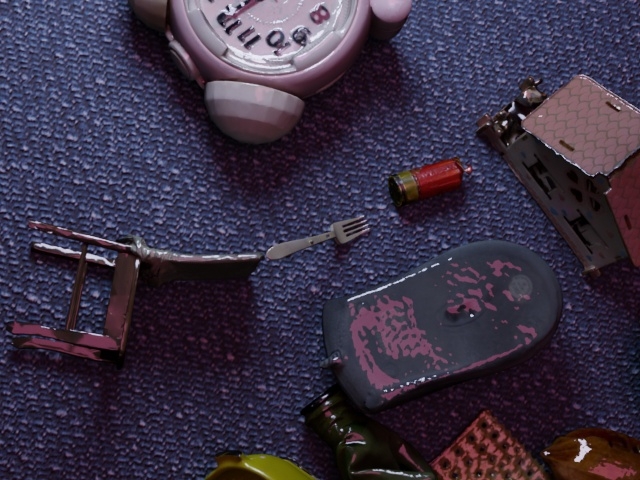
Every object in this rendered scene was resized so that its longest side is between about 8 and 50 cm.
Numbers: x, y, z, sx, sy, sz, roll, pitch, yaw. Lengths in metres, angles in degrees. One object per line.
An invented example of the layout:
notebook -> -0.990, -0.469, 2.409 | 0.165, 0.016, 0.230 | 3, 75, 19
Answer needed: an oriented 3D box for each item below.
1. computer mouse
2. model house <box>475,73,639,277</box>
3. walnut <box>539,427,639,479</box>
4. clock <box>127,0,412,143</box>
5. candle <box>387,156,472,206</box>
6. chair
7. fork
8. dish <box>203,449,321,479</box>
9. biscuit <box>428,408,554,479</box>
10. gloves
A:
computer mouse -> 0.167, 0.127, 1.707 | 0.371, 0.122, 0.188 | -18, 74, -13
model house -> 0.406, -0.116, 1.733 | 0.169, 0.244, 0.326 | -36, 88, -12
walnut -> 0.420, 0.335, 1.736 | 0.207, 0.116, 0.116 | 11, 79, -2
clock -> -0.080, -0.342, 1.710 | 0.326, 0.184, 0.342 | -36, 84, -10
candle -> 0.169, -0.091, 1.780 | 0.131, 0.052, 0.052 | -18, 85, -14
chair -> -0.250, 0.082, 1.620 | 0.319, 0.160, 0.186 | 10, 74, -8
fork -> -0.005, 0.001, 1.695 | 0.219, 0.028, 0.034 | -20, 93, -49
dish -> -0.047, 0.382, 1.617 | 0.262, 0.221, 0.108 | 39, 36, 6
biscuit -> 0.266, 0.360, 1.744 | 0.203, 0.016, 0.144 | 46, 76, 0
gloves -> 0.085, 0.313, 1.670 | 0.268, 0.135, 0.107 | 38, 118, 14
